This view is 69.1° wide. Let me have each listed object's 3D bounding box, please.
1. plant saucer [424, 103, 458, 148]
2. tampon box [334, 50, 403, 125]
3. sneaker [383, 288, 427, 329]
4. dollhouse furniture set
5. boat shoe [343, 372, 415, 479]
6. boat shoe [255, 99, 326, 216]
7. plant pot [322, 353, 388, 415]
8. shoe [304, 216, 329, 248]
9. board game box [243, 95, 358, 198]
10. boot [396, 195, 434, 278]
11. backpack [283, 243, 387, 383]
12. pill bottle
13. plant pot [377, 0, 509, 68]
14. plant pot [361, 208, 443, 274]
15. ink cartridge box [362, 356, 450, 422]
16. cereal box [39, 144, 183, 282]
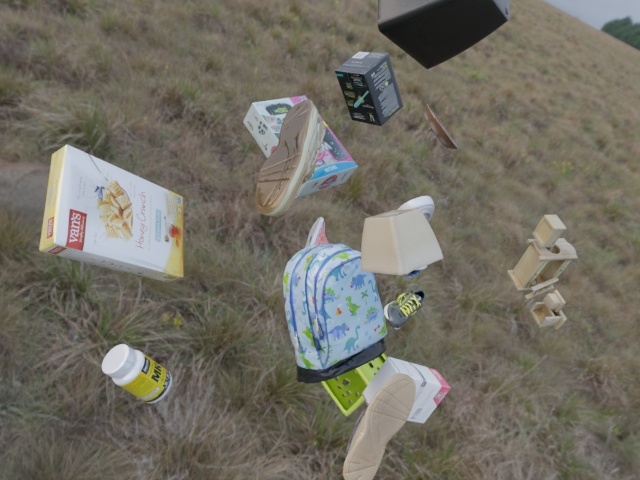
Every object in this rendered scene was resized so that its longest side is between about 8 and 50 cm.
[{"bbox_3d":[0.427,-0.402,1.673,0.198,0.036,0.198,45,25,-27],"label":"plant saucer"},{"bbox_3d":[0.134,-0.415,1.269,0.101,0.161,0.120,-44,43,-18],"label":"tampon box"},{"bbox_3d":[0.107,0.081,0.580,0.031,0.035,0.083,52,33,1],"label":"sneaker"},{"bbox_3d":[0.503,0.066,0.963,0.101,0.181,0.160,-1,46,-13],"label":"dollhouse furniture set"},{"bbox_3d":[0.135,0.451,1.137,0.103,0.285,0.092,29,-9,-7],"label":"boat shoe"},{"bbox_3d":[-0.051,-0.168,1.013,0.098,0.109,0.302,45,49,-42],"label":"boat shoe"},{"bbox_3d":[0.152,0.522,1.858,0.207,0.227,0.228,-12,54,-44],"label":"plant pot"},{"bbox_3d":[0.000,0.000,1.699,0.081,0.063,0.178,32,51,-17],"label":"shoe"},{"bbox_3d":[-0.061,-0.295,1.433,0.224,0.097,0.303,-24,75,-40],"label":"board game box"},{"bbox_3d":[0.216,0.004,1.045,0.095,0.258,0.123,-17,70,-5],"label":"boot"},{"bbox_3d":[0.038,0.181,1.282,0.290,0.273,0.355,-15,85,-31],"label":"backpack"},{"bbox_3d":[-0.583,0.423,1.479,0.208,0.119,0.119,58,11,-42],"label":"pill bottle"},{"bbox_3d":[0.219,-0.433,0.789,0.167,0.188,0.187,-3,-7,39],"label":"plant pot"},{"bbox_3d":[0.137,-0.003,0.830,0.109,0.096,0.109,-16,10,-32],"label":"plant pot"},{"bbox_3d":[0.261,0.460,1.419,0.218,0.158,0.092,22,18,-32],"label":"ink cartridge box"},{"bbox_3d":[-0.339,-0.036,0.792,0.240,0.047,0.172,26,51,-54],"label":"cereal box"}]
